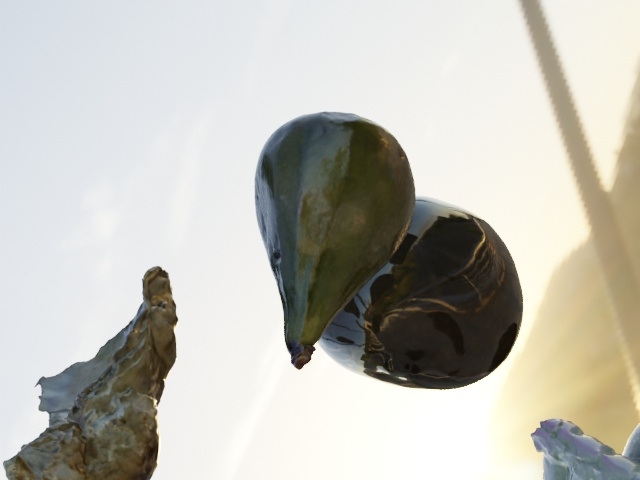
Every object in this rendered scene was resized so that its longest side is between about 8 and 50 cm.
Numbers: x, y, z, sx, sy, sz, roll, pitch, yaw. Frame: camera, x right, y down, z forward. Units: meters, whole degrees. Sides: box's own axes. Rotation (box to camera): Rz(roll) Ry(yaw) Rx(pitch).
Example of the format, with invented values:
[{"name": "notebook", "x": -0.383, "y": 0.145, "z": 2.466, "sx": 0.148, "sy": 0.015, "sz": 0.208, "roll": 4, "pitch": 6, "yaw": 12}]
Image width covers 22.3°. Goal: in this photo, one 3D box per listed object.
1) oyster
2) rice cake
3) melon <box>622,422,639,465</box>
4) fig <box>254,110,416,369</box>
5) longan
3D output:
[{"name": "oyster", "x": -0.168, "y": 0.131, "z": 1.283, "sx": 0.161, "sy": 0.107, "sz": 0.232, "roll": -52, "pitch": 9, "yaw": 33}, {"name": "rice cake", "x": 0.249, "y": 0.248, "z": 1.354, "sx": 0.037, "sy": 0.189, "sz": 0.198, "roll": -34, "pitch": -47, "yaw": -28}, {"name": "melon", "x": 0.488, "y": 0.272, "z": 1.825, "sx": 0.329, "sy": 0.248, "sz": 0.248, "roll": -20, "pitch": 30, "yaw": 43}, {"name": "fig", "x": 0.016, "y": -0.004, "z": 1.214, "sx": 0.133, "sy": 0.127, "sz": 0.185, "roll": -11, "pitch": 88, "yaw": 61}, {"name": "longan", "x": 0.088, "y": 0.049, "z": 1.572, "sx": 0.196, "sy": 0.220, "sz": 0.196, "roll": -175, "pitch": 90, "yaw": -71}]
